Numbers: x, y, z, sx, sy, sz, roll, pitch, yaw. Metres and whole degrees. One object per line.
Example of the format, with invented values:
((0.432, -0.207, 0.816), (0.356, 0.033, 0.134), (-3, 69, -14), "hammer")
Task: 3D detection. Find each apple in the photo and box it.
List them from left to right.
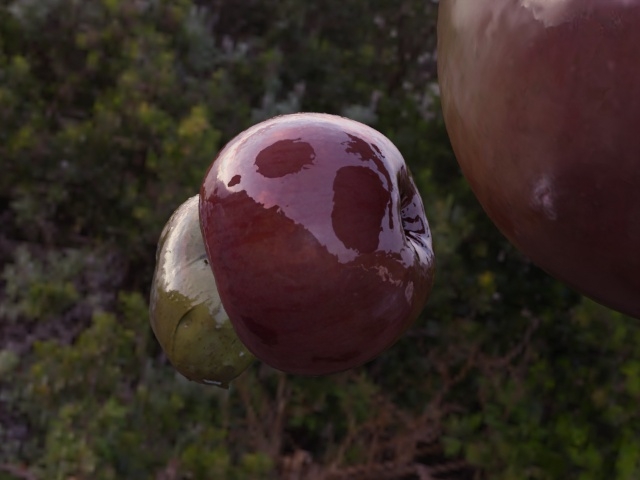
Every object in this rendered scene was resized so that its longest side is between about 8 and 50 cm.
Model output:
((0.000, 0.000, 0.865), (0.120, 0.153, 0.153), (-14, 15, 11), "apple")
((0.188, -0.109, 0.698), (0.305, 0.235, 0.306), (-7, 56, 10), "apple")

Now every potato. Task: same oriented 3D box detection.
((-0.123, 0.047, 1.765), (0.143, 0.169, 0.248), (13, 43, -11), "potato")
